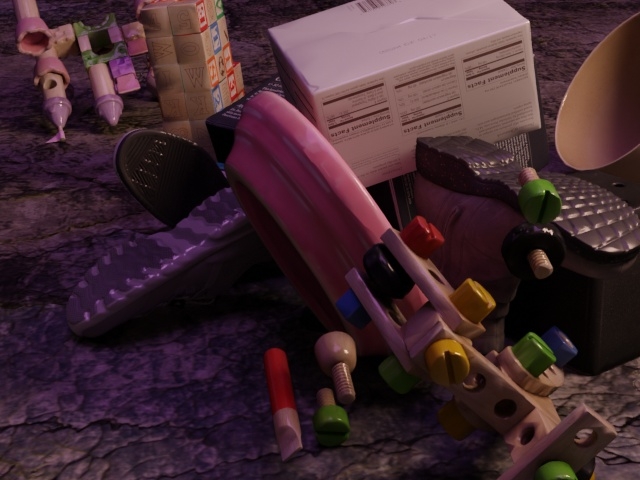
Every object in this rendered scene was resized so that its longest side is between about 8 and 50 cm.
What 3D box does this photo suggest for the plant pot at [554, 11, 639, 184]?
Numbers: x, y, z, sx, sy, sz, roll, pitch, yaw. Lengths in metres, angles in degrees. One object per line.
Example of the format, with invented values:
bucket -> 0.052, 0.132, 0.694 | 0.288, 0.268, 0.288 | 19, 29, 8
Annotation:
plant pot -> 0.521, -0.184, 1.804 | 0.191, 0.284, 0.284 | 29, 11, -22

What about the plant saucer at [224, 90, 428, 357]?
plant saucer -> 0.000, 0.000, 1.279 | 0.084, 0.332, 0.332 | -35, 30, -9

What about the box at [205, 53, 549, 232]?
box -> 0.082, -0.135, 1.654 | 0.343, 0.179, 0.312 | 20, 47, 41

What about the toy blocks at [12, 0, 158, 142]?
toy blocks -> -0.385, -0.300, 2.214 | 0.289, 0.309, 0.260 | -17, 57, -8

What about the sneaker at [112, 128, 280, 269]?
sneaker -> -0.164, -0.062, 1.553 | 0.295, 0.123, 0.178 | 32, -9, -33

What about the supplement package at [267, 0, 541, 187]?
supplement package -> 0.097, -0.195, 1.440 | 0.262, 0.145, 0.204 | -19, 34, -7

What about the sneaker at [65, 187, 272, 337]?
sneaker -> -0.162, 0.046, 1.418 | 0.281, 0.115, 0.105 | -30, 33, -14

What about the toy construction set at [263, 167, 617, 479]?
toy construction set -> 0.109, 0.138, 1.060 | 0.309, 0.257, 0.237 | -21, 34, 5

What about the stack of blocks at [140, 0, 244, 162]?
stack of blocks -> -0.179, -0.226, 1.826 | 0.087, 0.297, 0.171 | -4, 21, 13

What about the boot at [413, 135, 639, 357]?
boot -> 0.202, 0.033, 1.282 | 0.118, 0.222, 0.338 | -3, 21, -26

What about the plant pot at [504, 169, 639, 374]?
plant pot -> 0.308, 0.022, 1.367 | 0.188, 0.167, 0.187 | -14, 26, -33
